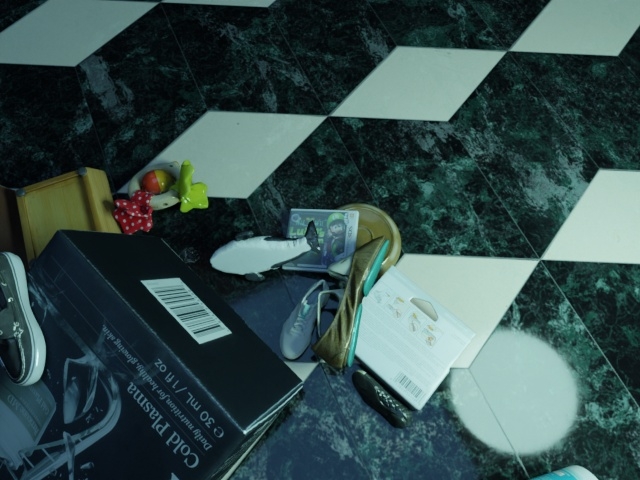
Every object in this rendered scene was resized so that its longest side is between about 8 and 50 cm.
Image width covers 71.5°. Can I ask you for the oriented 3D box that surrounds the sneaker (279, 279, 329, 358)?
[{"bbox_3d":[-0.041,0.188,1.101,0.080,0.094,0.212,24,70,6],"label":"sneaker"}]

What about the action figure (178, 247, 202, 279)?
[{"bbox_3d":[-0.418,0.125,1.098,0.276,0.141,0.164,-22,77,15],"label":"action figure"}]

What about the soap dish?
[{"bbox_3d":[-0.658,-0.042,1.164,0.229,0.118,0.290,-21,69,-9],"label":"soap dish"}]

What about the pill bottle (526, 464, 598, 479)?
[{"bbox_3d":[0.460,0.582,0.930,0.264,0.146,0.146,-13,69,-6],"label":"pill bottle"}]

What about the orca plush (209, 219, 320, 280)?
[{"bbox_3d":[-0.144,0.007,1.165,0.287,0.151,0.102,-25,27,14],"label":"orca plush"}]

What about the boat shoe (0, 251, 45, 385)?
[{"bbox_3d":[-0.512,0.124,0.713,0.080,0.076,0.228,-19,79,16],"label":"boat shoe"}]

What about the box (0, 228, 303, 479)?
[{"bbox_3d":[-0.383,0.309,0.858,0.480,0.297,0.471,41,99,14],"label":"box"}]

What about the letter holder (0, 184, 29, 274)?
[{"bbox_3d":[-0.860,0.002,1.072,0.152,0.214,0.301,-25,70,7],"label":"letter holder"}]

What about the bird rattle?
[{"bbox_3d":[-0.445,-0.128,1.221,0.254,0.143,0.207,-27,51,-8],"label":"bird rattle"}]

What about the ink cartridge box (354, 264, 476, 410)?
[{"bbox_3d":[0.203,0.236,1.108,0.275,0.060,0.239,40,72,14],"label":"ink cartridge box"}]

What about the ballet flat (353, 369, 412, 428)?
[{"bbox_3d":[0.146,0.377,1.064,0.173,0.057,0.049,43,33,13],"label":"ballet flat"}]

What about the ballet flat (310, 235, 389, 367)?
[{"bbox_3d":[0.062,0.128,1.067,0.124,0.116,0.342,16,73,13],"label":"ballet flat"}]

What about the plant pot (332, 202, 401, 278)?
[{"bbox_3d":[0.106,-0.003,1.214,0.237,0.032,0.236,1,68,-2],"label":"plant pot"}]

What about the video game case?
[{"bbox_3d":[0.000,0.000,1.185,0.191,0.022,0.173,3,73,15],"label":"video game case"}]
